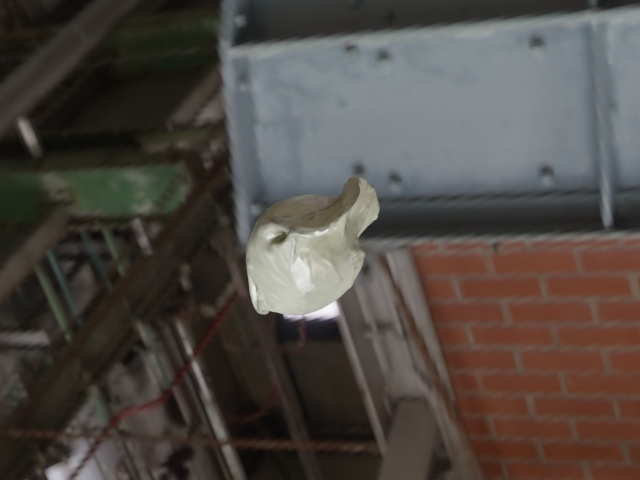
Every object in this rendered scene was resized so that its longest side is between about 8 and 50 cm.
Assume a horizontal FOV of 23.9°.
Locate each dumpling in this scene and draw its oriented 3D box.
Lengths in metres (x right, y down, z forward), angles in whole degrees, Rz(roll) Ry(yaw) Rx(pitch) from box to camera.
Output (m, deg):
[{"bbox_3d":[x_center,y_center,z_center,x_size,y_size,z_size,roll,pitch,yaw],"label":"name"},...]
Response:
[{"bbox_3d":[-0.001,0.000,1.369,0.100,0.169,0.134,34,-125,28],"label":"dumpling"}]
